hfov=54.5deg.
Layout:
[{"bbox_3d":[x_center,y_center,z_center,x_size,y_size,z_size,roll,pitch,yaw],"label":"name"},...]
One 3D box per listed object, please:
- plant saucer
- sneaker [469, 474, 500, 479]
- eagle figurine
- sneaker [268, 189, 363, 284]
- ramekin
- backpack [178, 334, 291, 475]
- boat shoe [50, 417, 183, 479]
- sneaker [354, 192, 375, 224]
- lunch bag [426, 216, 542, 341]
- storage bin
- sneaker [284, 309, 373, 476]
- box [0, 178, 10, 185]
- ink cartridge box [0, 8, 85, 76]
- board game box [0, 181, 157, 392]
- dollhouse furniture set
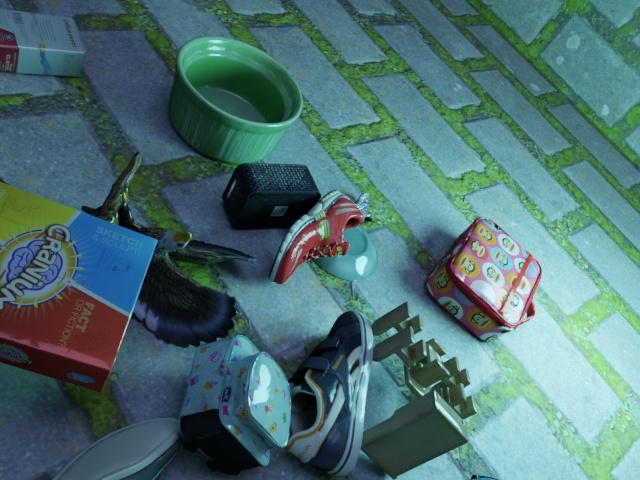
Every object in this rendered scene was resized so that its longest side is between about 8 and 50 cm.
[{"bbox_3d":[0.054,0.002,1.413,0.194,0.037,0.195,18,44,-19],"label":"plant saucer"},{"bbox_3d":[0.260,0.483,1.078,0.340,0.125,0.140,14,19,-18],"label":"sneaker"},{"bbox_3d":[-0.276,0.030,1.103,0.226,0.225,0.298,-48,121,-9],"label":"eagle figurine"},{"bbox_3d":[0.000,0.000,1.299,0.118,0.107,0.279,37,56,8],"label":"sneaker"},{"bbox_3d":[-0.207,-0.323,1.455,0.303,0.148,0.304,18,45,-19],"label":"ramekin"},{"bbox_3d":[-0.130,0.245,0.980,0.166,0.144,0.188,56,16,-38],"label":"backpack"},{"bbox_3d":[-0.304,0.358,0.846,0.319,0.116,0.099,-33,117,-53],"label":"boat shoe"},{"bbox_3d":[0.109,-0.071,1.516,0.069,0.038,0.098,39,52,2],"label":"sneaker"},{"bbox_3d":[0.413,0.103,1.500,0.258,0.120,0.293,43,44,2],"label":"lunch bag"},{"bbox_3d":[-0.105,-0.093,1.333,0.180,0.122,0.084,-2,53,-34],"label":"storage bin"},{"bbox_3d":[0.012,0.242,1.104,0.127,0.126,0.321,24,43,-15],"label":"sneaker"},{"bbox_3d":[-0.538,0.088,0.886,0.191,0.143,0.381,35,44,0],"label":"box"},{"bbox_3d":[-0.616,-0.426,1.343,0.175,0.072,0.128,-6,55,-36],"label":"ink cartridge box"},{"bbox_3d":[-0.413,0.046,0.856,0.316,0.064,0.242,21,44,-16],"label":"board game box"},{"bbox_3d":[0.163,0.284,1.148,0.212,0.161,0.242,47,23,-20],"label":"dollhouse furniture set"}]
